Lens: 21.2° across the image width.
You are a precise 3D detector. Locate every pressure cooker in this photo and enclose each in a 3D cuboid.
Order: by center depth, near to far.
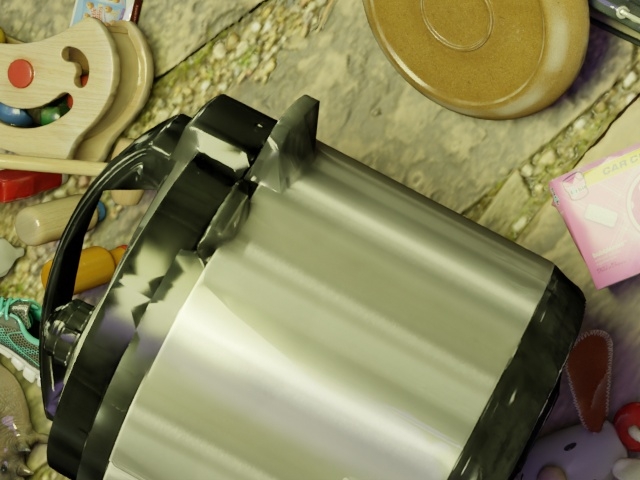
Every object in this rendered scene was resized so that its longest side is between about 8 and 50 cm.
[{"bbox_3d":[-0.032,0.096,1.422,0.420,0.375,0.370,27,78,5],"label":"pressure cooker"}]

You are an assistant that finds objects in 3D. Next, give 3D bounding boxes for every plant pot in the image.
[{"bbox_3d":[0.126,-0.207,1.514,0.236,0.032,0.236,21,130,28],"label":"plant pot"}]

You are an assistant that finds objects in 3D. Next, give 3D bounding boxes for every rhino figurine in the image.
[{"bbox_3d":[-0.350,0.158,1.721,0.106,0.073,0.243,-39,81,18],"label":"rhino figurine"}]

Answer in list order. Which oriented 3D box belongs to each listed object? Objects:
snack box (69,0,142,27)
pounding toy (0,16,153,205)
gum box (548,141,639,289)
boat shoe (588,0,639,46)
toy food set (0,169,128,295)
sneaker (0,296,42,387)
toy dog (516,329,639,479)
[{"bbox_3d":[-0.228,-0.164,1.701,0.064,0.022,0.178,16,96,19],"label":"snack box"},{"bbox_3d":[-0.265,-0.149,1.618,0.269,0.155,0.154,24,103,21],"label":"pounding toy"},{"bbox_3d":[0.305,-0.037,1.511,0.188,0.062,0.107,-24,84,17],"label":"gum box"},{"bbox_3d":[0.202,-0.241,1.514,0.303,0.114,0.091,20,91,17],"label":"boat shoe"},{"bbox_3d":[-0.300,-0.020,1.706,0.232,0.104,0.111,12,109,35],"label":"toy food set"},{"bbox_3d":[-0.307,0.076,1.682,0.166,0.065,0.076,29,136,-9],"label":"sneaker"},{"bbox_3d":[0.317,0.139,1.460,0.220,0.161,0.333,36,101,14],"label":"toy dog"}]
